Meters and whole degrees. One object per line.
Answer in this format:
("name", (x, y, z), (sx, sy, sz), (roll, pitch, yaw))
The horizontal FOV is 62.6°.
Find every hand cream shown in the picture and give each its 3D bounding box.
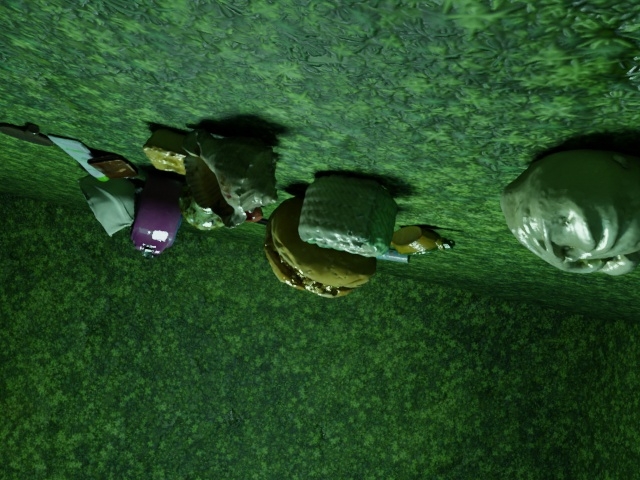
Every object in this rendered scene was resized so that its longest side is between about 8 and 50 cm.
("hand cream", (-0.648, -0.229, 1.454), (0.078, 0.050, 0.275), (-15, 170, -4))

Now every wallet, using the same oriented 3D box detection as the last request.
("wallet", (-0.576, -0.205, 1.477), (0.095, 0.026, 0.176), (-7, 172, -3))

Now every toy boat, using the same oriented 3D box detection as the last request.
("toy boat", (0.283, 0.007, 1.527), (0.088, 0.089, 0.229), (31, 162, -25))

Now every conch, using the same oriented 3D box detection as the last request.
("conch", (-0.171, -0.121, 0.979), (0.245, 0.178, 0.163), (34, -169, 20))
("conch", (-0.245, -0.105, 1.264), (0.187, 0.124, 0.181), (-5, -147, -9))

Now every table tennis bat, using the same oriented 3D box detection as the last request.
("table tennis bat", (-0.749, -0.272, 1.348), (0.131, 0.022, 0.234), (18, 173, -36))

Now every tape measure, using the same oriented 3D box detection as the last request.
("tape measure", (-0.485, -0.075, 1.549), (0.149, 0.246, 0.231), (15, -171, -17))

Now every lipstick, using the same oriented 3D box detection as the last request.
("lipstick", (0.282, 0.057, 2.122), (0.157, 0.048, 0.048), (8, 172, 27))

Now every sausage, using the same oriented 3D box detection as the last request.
("sausage", (-0.231, -0.092, 1.747), (0.094, 0.059, 0.054), (6, -167, 31))

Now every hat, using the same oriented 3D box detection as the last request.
("hat", (-0.628, -0.149, 1.737), (0.301, 0.168, 0.258), (-11, -151, -28))

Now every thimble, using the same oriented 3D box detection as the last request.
("thimble", (0.063, -0.053, 1.167), (0.218, 0.150, 0.219), (12, 174, 1))

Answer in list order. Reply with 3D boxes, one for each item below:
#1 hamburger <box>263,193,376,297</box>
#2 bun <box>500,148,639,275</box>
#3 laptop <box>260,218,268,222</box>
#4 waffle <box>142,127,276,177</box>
("hamburger", (0.000, 0.000, 1.370), (0.318, 0.319, 0.158), (15, 136, -22))
("bun", (0.384, -0.032, 0.758), (0.259, 0.160, 0.259), (12, 176, 1))
("laptop", (-0.254, -0.078, 2.084), (0.197, 0.016, 0.135), (15, 174, -26))
("waffle", (-0.228, -0.167, 1.126), (0.273, 0.057, 0.168), (13, 173, -7))
